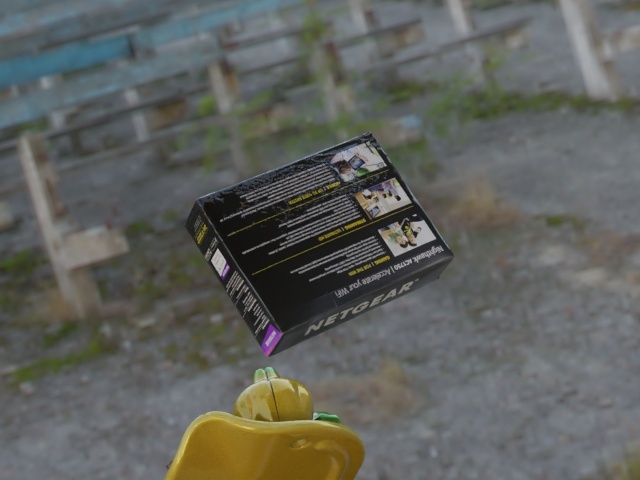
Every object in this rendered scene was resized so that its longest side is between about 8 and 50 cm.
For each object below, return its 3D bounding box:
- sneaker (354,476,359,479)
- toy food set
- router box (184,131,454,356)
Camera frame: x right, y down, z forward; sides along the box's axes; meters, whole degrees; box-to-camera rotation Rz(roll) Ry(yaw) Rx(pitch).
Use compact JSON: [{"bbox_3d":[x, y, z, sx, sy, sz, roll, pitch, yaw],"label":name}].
[{"bbox_3d":[-0.014,0.260,1.838,0.063,0.170,0.075,-55,18,2],"label":"sneaker"},{"bbox_3d":[-0.053,0.144,1.034,0.128,0.071,0.218,-5,-33,-21],"label":"toy food set"},{"bbox_3d":[0.000,0.000,1.330,0.179,0.133,0.046,-22,-20,-30],"label":"router box"}]
